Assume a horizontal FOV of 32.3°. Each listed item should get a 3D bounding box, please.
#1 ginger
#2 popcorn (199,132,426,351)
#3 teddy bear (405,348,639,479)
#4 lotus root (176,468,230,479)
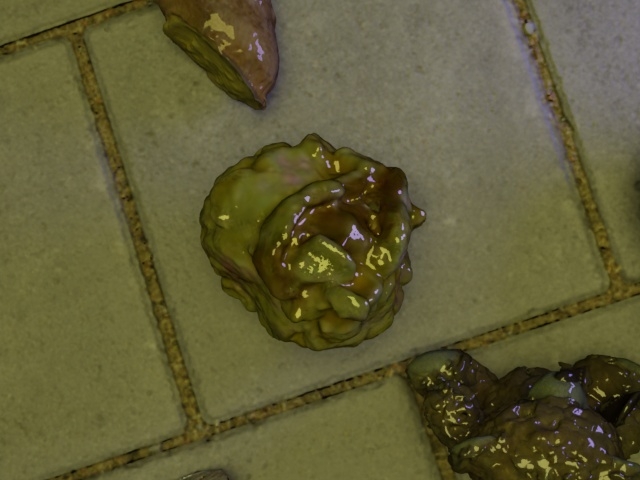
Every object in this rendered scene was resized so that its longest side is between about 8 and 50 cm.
[{"bbox_3d":[-0.133,-0.307,1.231,0.190,0.126,0.354,-19,87,-9],"label":"ginger"},{"bbox_3d":[0.000,0.000,1.141,0.259,0.259,0.212,39,67,5],"label":"popcorn"},{"bbox_3d":[0.216,0.195,1.105,0.267,0.256,0.156,3,90,4],"label":"teddy bear"},{"bbox_3d":[-0.143,0.305,1.183,0.122,0.112,0.081,-19,92,0],"label":"lotus root"}]
